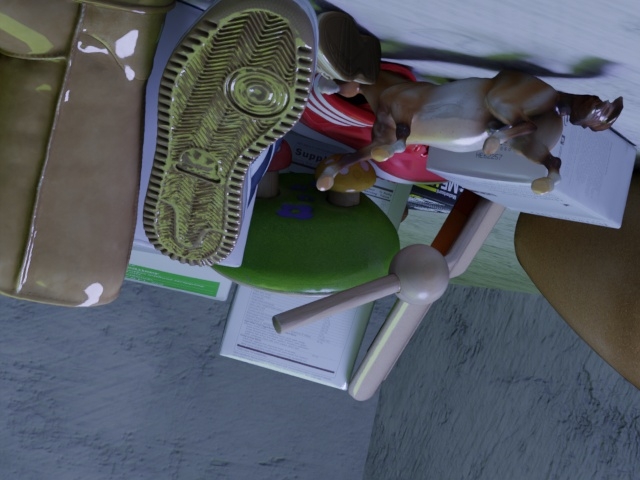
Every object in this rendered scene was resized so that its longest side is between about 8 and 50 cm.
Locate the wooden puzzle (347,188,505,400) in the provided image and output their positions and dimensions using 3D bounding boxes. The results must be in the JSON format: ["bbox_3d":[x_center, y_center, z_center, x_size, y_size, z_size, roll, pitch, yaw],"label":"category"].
[{"bbox_3d":[0.115,0.024,1.729,0.044,0.239,0.221,34,135,7],"label":"wooden puzzle"}]

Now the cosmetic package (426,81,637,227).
[{"bbox_3d":[0.193,-0.073,1.563,0.117,0.086,0.231,10,175,28],"label":"cosmetic package"}]

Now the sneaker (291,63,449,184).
[{"bbox_3d":[0.075,-0.099,1.539,0.221,0.087,0.128,12,177,-28],"label":"sneaker"}]

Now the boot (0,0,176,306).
[{"bbox_3d":[-0.229,-0.088,1.233,0.236,0.270,0.089,12,-149,-9],"label":"boot"}]

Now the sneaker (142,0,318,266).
[{"bbox_3d":[-0.057,-0.120,1.274,0.099,0.153,0.282,22,140,-3],"label":"sneaker"}]

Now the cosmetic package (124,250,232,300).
[{"bbox_3d":[-0.162,-0.061,1.835,0.196,0.155,0.365,13,167,-2],"label":"cosmetic package"}]

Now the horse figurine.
[{"bbox_3d":[0.112,-0.093,1.368,0.263,0.066,0.174,-1,-154,18],"label":"horse figurine"}]

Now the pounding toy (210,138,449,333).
[{"bbox_3d":[-0.004,-0.027,1.531,0.182,0.110,0.237,-8,-153,-24],"label":"pounding toy"}]

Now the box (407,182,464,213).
[{"bbox_3d":[0.036,-0.085,2.021,0.270,0.060,0.216,8,174,41],"label":"box"}]

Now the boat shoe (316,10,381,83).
[{"bbox_3d":[0.007,-0.144,1.335,0.045,0.050,0.135,5,174,19],"label":"boat shoe"}]

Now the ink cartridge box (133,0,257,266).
[{"bbox_3d":[-0.208,-0.103,1.494,0.270,0.198,0.197,9,176,39],"label":"ink cartridge box"}]

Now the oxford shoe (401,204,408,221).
[{"bbox_3d":[0.017,-0.029,1.941,0.076,0.076,0.212,1,-176,-36],"label":"oxford shoe"}]

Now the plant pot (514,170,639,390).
[{"bbox_3d":[0.325,0.022,1.781,0.237,0.237,0.254,15,-170,-42],"label":"plant pot"}]

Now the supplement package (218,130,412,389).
[{"bbox_3d":[0.000,0.000,1.740,0.139,0.244,0.134,17,-160,-3],"label":"supplement package"}]
